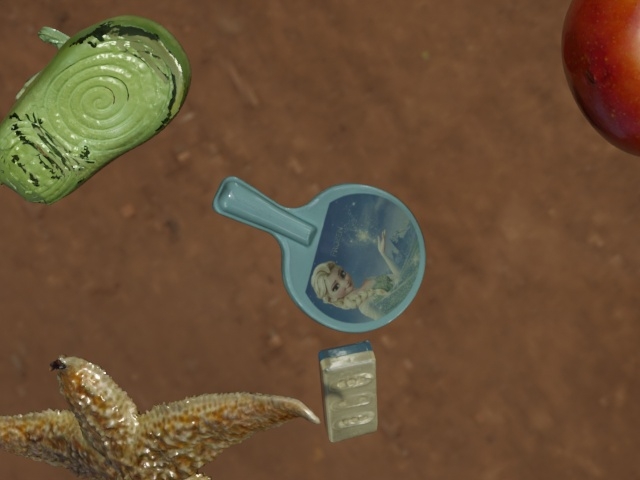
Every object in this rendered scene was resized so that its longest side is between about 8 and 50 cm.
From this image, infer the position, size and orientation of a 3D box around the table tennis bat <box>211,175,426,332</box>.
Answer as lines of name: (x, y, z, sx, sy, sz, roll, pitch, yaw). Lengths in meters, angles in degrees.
table tennis bat: (0.000, 0.000, 1.721, 0.237, 0.149, 0.038, 27, 179, -21)

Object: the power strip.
power strip: (0.030, 0.159, 1.808, 0.032, 0.056, 0.123, -108, 10, -45)

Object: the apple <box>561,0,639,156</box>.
apple: (0.250, -0.136, 1.231, 0.163, 0.163, 0.139, 59, 177, 0)

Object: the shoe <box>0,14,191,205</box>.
shoe: (-0.251, -0.150, 1.835, 0.140, 0.128, 0.262, 36, 118, -25)

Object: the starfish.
starfish: (-0.102, 0.161, 1.148, 0.295, 0.048, 0.231, -11, 115, 31)
